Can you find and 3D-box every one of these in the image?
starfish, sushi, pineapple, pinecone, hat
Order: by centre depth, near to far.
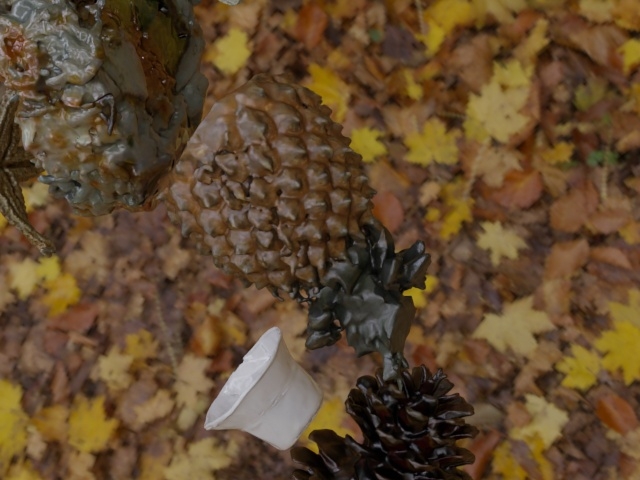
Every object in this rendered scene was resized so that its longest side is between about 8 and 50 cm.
[{"bbox_3d":[0.001,-0.001,1.320,0.223,0.223,0.357,-43,90,9],"label":"pineapple"},{"bbox_3d":[-0.271,-0.231,1.485,0.176,0.417,0.417,-7,62,17],"label":"sushi"},{"bbox_3d":[0.086,0.287,1.569,0.246,0.246,0.292,39,113,41],"label":"pinecone"},{"bbox_3d":[-0.074,0.242,1.842,0.203,0.126,0.203,-51,7,9],"label":"hat"},{"bbox_3d":[-0.510,-0.125,1.982,0.094,0.327,0.375,-8,20,23],"label":"starfish"}]

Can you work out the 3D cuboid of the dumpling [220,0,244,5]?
[{"bbox_3d":[-0.150,-0.420,2.015,0.059,0.043,0.077,5,69,11],"label":"dumpling"}]
